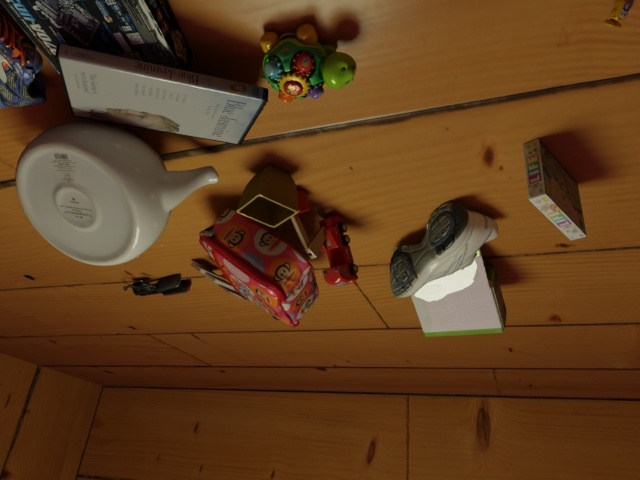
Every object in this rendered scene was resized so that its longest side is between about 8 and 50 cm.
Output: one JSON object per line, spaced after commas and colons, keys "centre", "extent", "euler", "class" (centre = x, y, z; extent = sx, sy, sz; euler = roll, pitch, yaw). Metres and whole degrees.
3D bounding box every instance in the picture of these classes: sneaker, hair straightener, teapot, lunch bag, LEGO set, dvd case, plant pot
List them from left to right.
{"centre": [-0.416, -0.255, 0.654], "extent": [0.087, 0.083, 0.221], "euler": [0, 160, -19], "class": "sneaker"}
{"centre": [-0.353, -0.094, 0.834], "extent": [0.256, 0.187, 0.252], "euler": [43, 122, -11], "class": "teapot"}
{"centre": [-0.480, 0.123, 1.417], "extent": [0.231, 0.047, 0.089], "euler": [-5, 150, 30], "class": "hair straightener"}
{"centre": [-0.216, -0.191, 0.693], "extent": [0.253, 0.022, 0.180], "euler": [6, 168, -20], "class": "dvd case"}
{"centre": [-0.198, 0.120, 1.309], "extent": [0.183, 0.060, 0.244], "euler": [27, 175, 41], "class": "LEGO set"}
{"centre": [-0.136, 0.054, 1.066], "extent": [0.258, 0.120, 0.293], "euler": [34, 163, 18], "class": "lunch bag"}
{"centre": [-0.090, -0.085, 0.886], "extent": [0.081, 0.083, 0.082], "euler": [24, 147, -30], "class": "plant pot"}
{"centre": [0.243, 0.041, 1.020], "extent": [0.130, 0.110, 0.297], "euler": [9, 147, -23], "class": "sneaker"}

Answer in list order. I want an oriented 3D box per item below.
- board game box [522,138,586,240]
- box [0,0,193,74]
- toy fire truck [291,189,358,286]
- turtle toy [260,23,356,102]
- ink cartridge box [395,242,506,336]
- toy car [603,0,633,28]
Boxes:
{"centre": [0.371, -0.078, 0.786], "extent": [0.026, 0.103, 0.154], "euler": [-21, 142, 41], "class": "board game box"}
{"centre": [-0.276, -0.280, 0.587], "extent": [0.175, 0.051, 0.220], "euler": [0, 152, 12], "class": "box"}
{"centre": [0.000, 0.000, 0.973], "extent": [0.047, 0.191, 0.135], "euler": [-20, 171, 39], "class": "toy fire truck"}
{"centre": [-0.017, -0.218, 0.636], "extent": [0.130, 0.066, 0.095], "euler": [-4, 151, 18], "class": "turtle toy"}
{"centre": [0.305, 0.091, 1.150], "extent": [0.189, 0.097, 0.255], "euler": [-10, 114, 28], "class": "ink cartridge box"}
{"centre": [0.380, -0.237, 0.537], "extent": [0.122, 0.060, 0.040], "euler": [7, 121, -15], "class": "toy car"}
